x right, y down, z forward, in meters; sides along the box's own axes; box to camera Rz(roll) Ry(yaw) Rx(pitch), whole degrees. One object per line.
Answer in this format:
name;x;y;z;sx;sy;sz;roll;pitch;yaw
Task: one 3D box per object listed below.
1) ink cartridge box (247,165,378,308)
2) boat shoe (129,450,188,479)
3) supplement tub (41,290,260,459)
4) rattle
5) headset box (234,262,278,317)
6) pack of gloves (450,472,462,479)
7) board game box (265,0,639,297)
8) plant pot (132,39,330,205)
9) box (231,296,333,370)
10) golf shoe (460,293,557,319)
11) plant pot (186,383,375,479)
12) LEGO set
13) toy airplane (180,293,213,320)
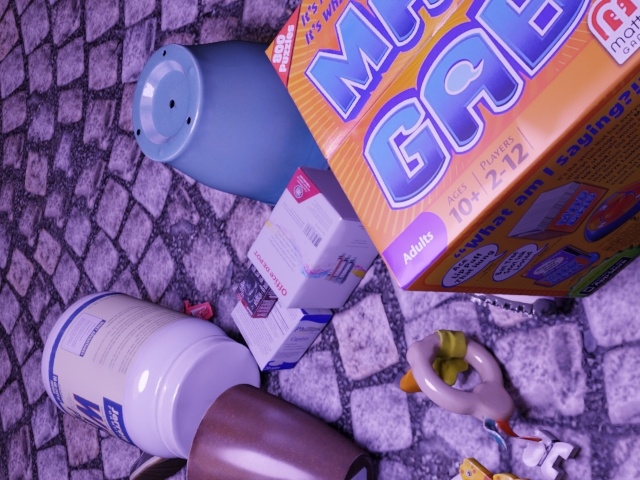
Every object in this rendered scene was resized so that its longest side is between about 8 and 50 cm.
ink cartridge box;0.000;0.000;1.374;0.128;0.127;0.176;52;121;34
boat shoe;-0.277;0.372;1.664;0.223;0.080;0.073;-43;52;28
supplement tub;-0.286;0.228;1.531;0.325;0.235;0.235;13;96;38
rattle;0.184;0.226;1.187;0.199;0.130;0.143;48;119;26
headset box;-0.097;0.078;1.431;0.062;0.032;0.083;51;122;37
pack of gloves;0.156;0.458;1.238;0.232;0.046;0.195;-46;56;32
board game box;0.231;-0.184;0.995;0.356;0.356;0.356;-48;56;31
plant pot;-0.147;-0.201;1.451;0.271;0.255;0.271;-5;83;44
box;-0.064;0.120;1.468;0.137;0.072;0.126;-54;52;29
golf shoe;0.204;0.011;1.190;0.273;0.105;0.120;33;102;41
plant pot;-0.043;0.345;1.358;0.230;0.215;0.215;9;93;31
LEGO set;0.217;0.327;1.142;0.093;0.087;0.227;37;105;38
toy airplane;-0.232;0.169;1.665;0.151;0.028;0.151;-4;84;46
